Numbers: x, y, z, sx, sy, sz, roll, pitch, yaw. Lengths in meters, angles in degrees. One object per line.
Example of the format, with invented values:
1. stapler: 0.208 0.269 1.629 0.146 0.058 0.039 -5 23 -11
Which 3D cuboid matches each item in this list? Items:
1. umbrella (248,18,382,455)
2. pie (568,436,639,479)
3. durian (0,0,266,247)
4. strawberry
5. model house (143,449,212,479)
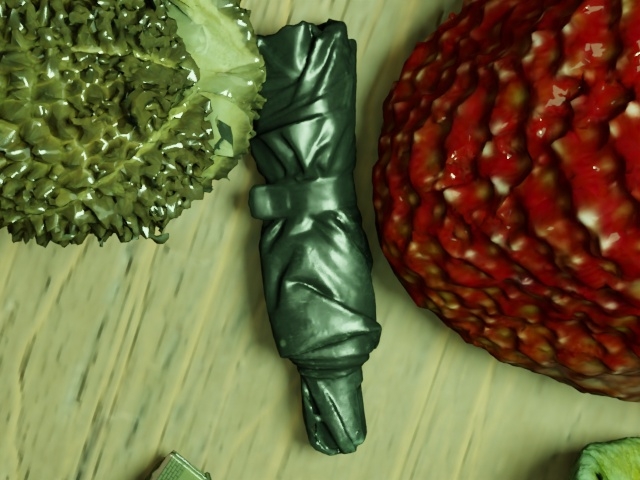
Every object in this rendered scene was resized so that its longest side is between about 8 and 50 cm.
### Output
1. umbrella: 0.000 0.000 1.031 0.066 0.059 0.236 -7 96 14
2. pie: 0.193 0.183 1.016 0.187 0.187 0.041 45 116 -8
3. durian: -0.124 -0.064 0.950 0.196 0.196 0.167 -22 83 -1
4. strawberry: 0.191 -0.035 0.955 0.351 0.267 0.312 -17 105 23
5. model house: -0.089 0.167 1.043 0.058 0.057 0.083 40 48 -4
